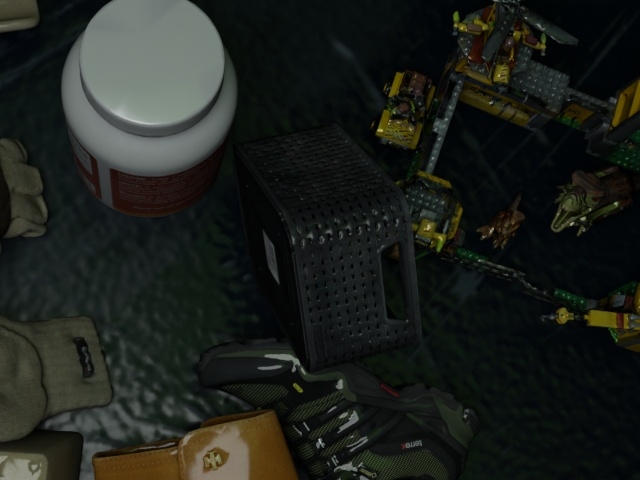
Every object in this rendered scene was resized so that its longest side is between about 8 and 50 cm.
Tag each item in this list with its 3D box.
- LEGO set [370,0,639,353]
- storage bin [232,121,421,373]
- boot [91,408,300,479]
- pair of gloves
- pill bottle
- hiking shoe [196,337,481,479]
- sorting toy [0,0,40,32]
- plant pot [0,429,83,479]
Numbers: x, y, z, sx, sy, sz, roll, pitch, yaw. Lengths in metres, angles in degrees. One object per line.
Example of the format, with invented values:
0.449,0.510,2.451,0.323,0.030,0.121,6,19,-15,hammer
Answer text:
0.208,-0.057,0.851,0.331,0.192,0.254,28,76,-3,LEGO set
0.000,0.000,0.800,0.084,0.180,0.122,-13,117,-12,storage bin
-0.015,0.225,0.783,0.295,0.104,0.211,-6,90,4,boot
-0.254,0.027,0.774,0.042,0.204,0.240,-22,86,27,pair of gloves
-0.122,-0.095,0.789,0.121,0.216,0.121,2,79,-10,pill bottle
0.008,0.147,0.832,0.227,0.086,0.114,18,73,-7,hiking shoe
-0.330,-0.234,0.870,0.348,0.047,0.195,-11,74,-14,sorting toy
-0.230,0.186,0.778,0.109,0.096,0.109,5,77,-9,plant pot
